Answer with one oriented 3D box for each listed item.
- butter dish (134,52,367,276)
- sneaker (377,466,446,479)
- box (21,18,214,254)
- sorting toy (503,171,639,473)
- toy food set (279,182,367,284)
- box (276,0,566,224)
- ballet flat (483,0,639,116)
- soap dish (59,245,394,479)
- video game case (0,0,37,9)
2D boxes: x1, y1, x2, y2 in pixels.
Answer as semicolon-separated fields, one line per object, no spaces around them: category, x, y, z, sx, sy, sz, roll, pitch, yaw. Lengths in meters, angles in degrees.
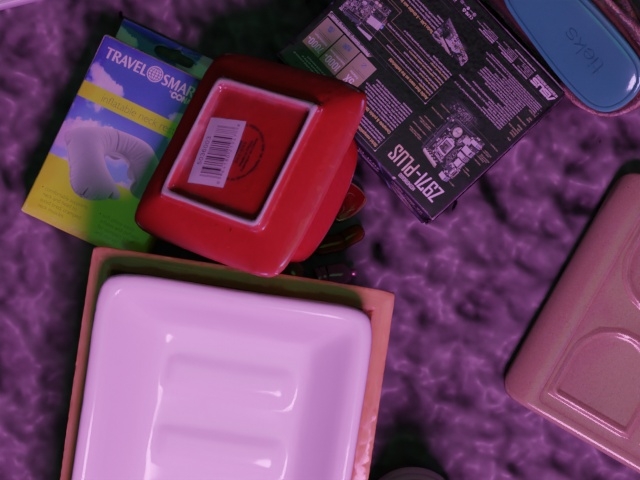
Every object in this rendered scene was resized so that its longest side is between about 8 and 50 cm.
butter dish;-0.035;-0.046;1.119;0.160;0.118;0.160;20;80;35
sneaker;0.063;0.333;1.104;0.114;0.152;0.305;0;90;-3
box;-0.152;-0.081;1.168;0.109;0.042;0.178;25;89;0
sorting toy;0.318;0.046;1.177;0.229;0.041;0.307;30;88;5
toy food set;0.000;0.000;1.181;0.078;0.019;0.122;27;80;0
box;0.078;-0.127;1.155;0.147;0.077;0.180;-44;89;-2
ballet flat;0.158;-0.235;1.150;0.107;0.106;0.316;-33;96;33
soap dish;-0.077;0.161;1.110;0.229;0.118;0.291;8;95;-1
video game case;-0.259;-0.262;1.184;0.157;0.019;0.143;-14;89;-2
